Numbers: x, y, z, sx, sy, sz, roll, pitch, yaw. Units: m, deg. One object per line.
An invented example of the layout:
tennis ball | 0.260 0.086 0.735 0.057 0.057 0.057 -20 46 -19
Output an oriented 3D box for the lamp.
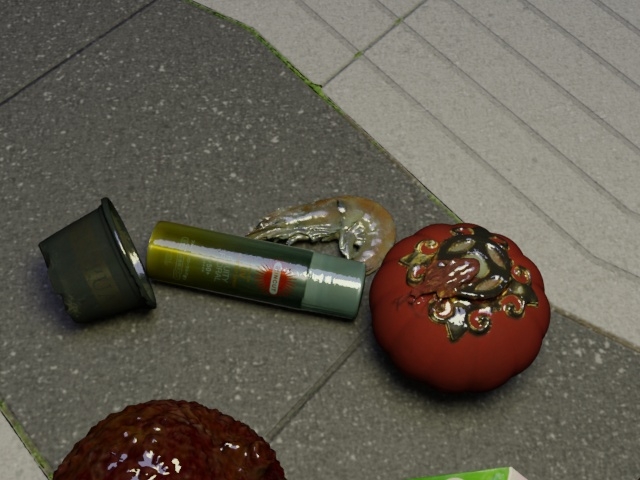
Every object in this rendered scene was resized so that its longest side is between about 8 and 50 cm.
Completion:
lamp | 0.173 0.079 1.164 0.227 0.227 0.226 3 55 -4

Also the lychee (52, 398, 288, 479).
lychee | -0.155 0.290 0.974 0.261 0.260 0.260 3 55 -4

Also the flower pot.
flower pot | -0.288 0.035 1.197 0.107 0.157 0.157 -23 60 -5

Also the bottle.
bottle | -0.083 0.040 1.244 0.286 0.082 0.082 11 55 2

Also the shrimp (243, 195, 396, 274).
shrimp | 0.000 0.000 1.306 0.224 0.047 0.126 -9 67 -13

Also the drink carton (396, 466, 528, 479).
drink carton | 0.101 0.333 0.943 0.108 0.271 0.161 38 50 -28

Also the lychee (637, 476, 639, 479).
lychee | 0.345 0.374 0.949 0.300 0.264 0.264 -2 54 -28
